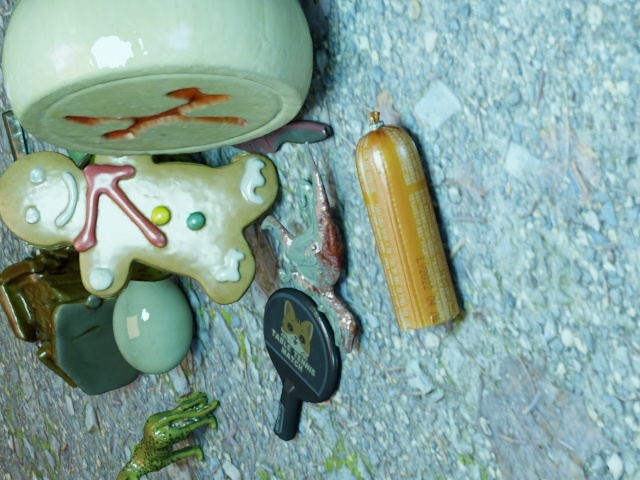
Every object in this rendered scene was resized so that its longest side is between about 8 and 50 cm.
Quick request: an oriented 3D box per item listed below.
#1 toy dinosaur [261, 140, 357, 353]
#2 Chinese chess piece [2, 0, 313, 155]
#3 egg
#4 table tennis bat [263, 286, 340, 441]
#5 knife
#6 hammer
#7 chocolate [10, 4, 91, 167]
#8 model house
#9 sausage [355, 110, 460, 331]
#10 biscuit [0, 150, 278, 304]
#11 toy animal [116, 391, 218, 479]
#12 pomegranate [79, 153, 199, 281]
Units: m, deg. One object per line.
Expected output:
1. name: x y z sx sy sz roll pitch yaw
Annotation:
1. toy dinosaur: 0.000 0.000 1.707 0.167 0.053 0.242 44 140 32
2. Chinese chess piece: -0.177 -0.198 1.597 0.338 0.338 0.141 -24 68 58
3. egg: -0.237 0.116 2.070 0.114 0.114 0.152 17 120 52
4. table tennis bat: -0.030 0.164 1.875 0.150 0.027 0.236 43 137 35
5. knife: -0.055 -0.123 1.755 0.247 0.018 0.035 1 111 59
6. hammer: -0.474 -0.071 2.402 0.125 0.027 0.297 6 113 50
7. chocolate: -0.357 -0.223 2.077 0.291 0.110 0.110 59 147 21
8. model house: -0.393 0.105 2.237 0.229 0.199 0.220 35 122 36
9. sausage: 0.086 -0.024 1.546 0.071 0.071 0.234 -2 105 57
10. biscuit: -0.232 -0.031 1.781 0.047 0.339 0.216 40 -117 -87
11. toy animal: -0.227 0.292 2.133 0.073 0.136 0.181 56 145 20
12. pomegranate: -0.245 -0.036 1.924 0.246 0.198 0.198 -19 91 58
